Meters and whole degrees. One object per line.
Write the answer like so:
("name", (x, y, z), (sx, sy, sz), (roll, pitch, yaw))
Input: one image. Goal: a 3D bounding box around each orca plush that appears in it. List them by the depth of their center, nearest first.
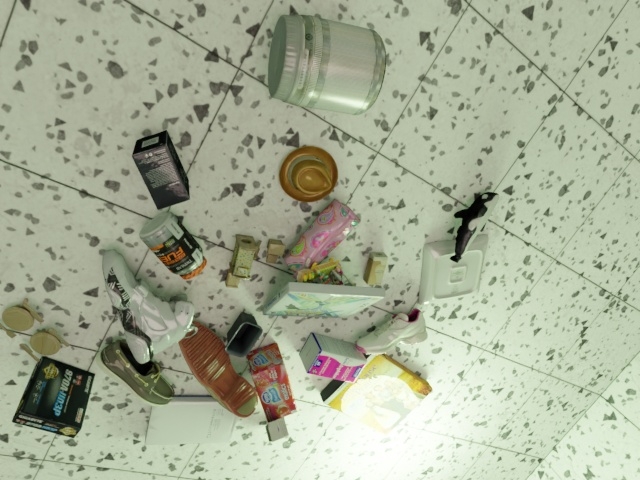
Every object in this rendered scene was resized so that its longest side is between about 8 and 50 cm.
("orca plush", (0.533, -0.061, 1.612), (0.151, 0.102, 0.287), (5, 113, -58))

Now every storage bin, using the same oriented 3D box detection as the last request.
("storage bin", (-0.263, 0.318, 1.521), (0.098, 0.091, 0.135), (28, 105, -28))

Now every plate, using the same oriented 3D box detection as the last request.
("plate", (0.523, 0.124, 1.716), (0.277, 0.045, 0.278), (-8, 118, -15))

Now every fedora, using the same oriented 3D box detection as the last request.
("fedora", (-0.027, -0.192, 1.354), (0.194, 0.079, 0.194), (-8, 118, -15))

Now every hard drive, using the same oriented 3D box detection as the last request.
("hard drive", (-0.474, 0.673, 1.656), (0.318, 0.040, 0.210), (9, 112, -22))

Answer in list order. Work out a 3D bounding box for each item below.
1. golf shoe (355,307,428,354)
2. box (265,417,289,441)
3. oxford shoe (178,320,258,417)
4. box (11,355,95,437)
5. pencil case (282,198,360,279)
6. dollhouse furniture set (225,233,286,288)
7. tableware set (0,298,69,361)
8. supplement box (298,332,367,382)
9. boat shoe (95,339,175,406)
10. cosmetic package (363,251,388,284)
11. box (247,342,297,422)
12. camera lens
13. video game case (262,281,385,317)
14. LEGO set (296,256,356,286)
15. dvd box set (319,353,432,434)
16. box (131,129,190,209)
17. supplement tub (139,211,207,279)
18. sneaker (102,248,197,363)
("golf shoe", (0.273, 0.349, 1.719), (0.306, 0.115, 0.140), (-11, 108, -20))
("box", (-0.167, 0.712, 1.656), (0.063, 0.067, 0.324), (-15, 160, -15))
("oxford shoe", (-0.379, 0.449, 1.523), (0.140, 0.146, 0.397), (-40, 106, -38))
("box", (-0.800, 0.473, 1.343), (0.175, 0.220, 0.051), (34, 106, -29))
("pencil case", (0.000, 0.000, 1.436), (0.124, 0.124, 0.284), (39, 98, -30))
("dollhouse furniture set", (-0.206, 0.091, 1.421), (0.161, 0.101, 0.182), (7, 113, -22))
("tableware set", (-0.859, 0.266, 1.327), (0.128, 0.039, 0.194), (-26, 116, 9))
("supplement box", (0.048, 0.446, 1.678), (0.220, 0.114, 0.111), (19, 107, -28))
("boat shoe", (-0.591, 0.443, 1.463), (0.091, 0.109, 0.305), (-37, 117, 7))
("cosmetic package", (0.199, 0.101, 1.597), (0.060, 0.041, 0.115), (1, 115, -19))
("box", (-0.177, 0.525, 1.631), (0.122, 0.128, 0.257), (-17, 120, -9))
("camera lens", (0.018, -0.454, 1.156), (0.274, 0.219, 0.219), (3, 114, -20))
("video game case", (0.002, 0.207, 1.479), (0.329, 0.036, 0.300), (6, 155, -21))
("LEGO set", (0.039, 0.137, 1.447), (0.132, 0.107, 0.287), (-45, 154, 3))
("dvd box set", (0.244, 0.639, 1.868), (0.307, 0.062, 0.420), (-47, 120, 7))
("box", (-0.420, -0.190, 1.178), (0.093, 0.156, 0.158), (-21, 120, -7))
("supplement tub", (-0.428, 0.019, 1.302), (0.117, 0.117, 0.190), (-33, 121, 0))
("sneaker", (-0.515, 0.176, 1.348), (0.210, 0.137, 0.366), (-21, 108, -24))
